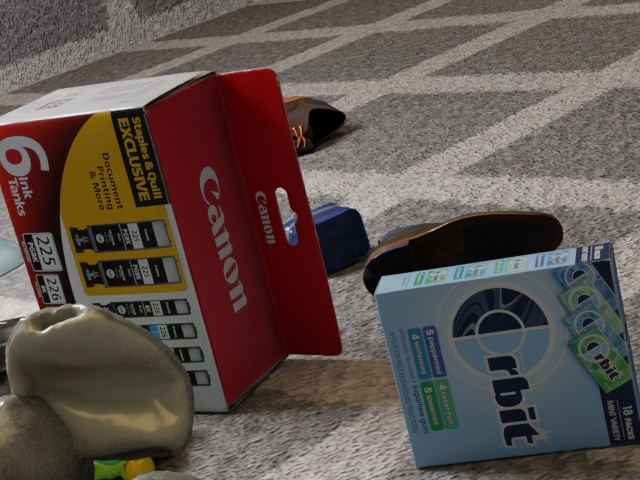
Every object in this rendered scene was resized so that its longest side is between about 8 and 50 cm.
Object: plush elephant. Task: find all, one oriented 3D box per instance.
[{"bbox_3d":[-0.175,0.192,0.826,0.255,0.272,0.330,37,19,16],"label":"plush elephant"}]

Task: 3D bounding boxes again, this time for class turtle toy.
[{"bbox_3d":[-0.182,0.171,1.261,0.095,0.066,0.130,-7,18,22],"label":"turtle toy"}]

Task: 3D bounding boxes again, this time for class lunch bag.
[{"bbox_3d":[0.000,0.000,1.663,0.098,0.067,0.065,-23,19,-24],"label":"lunch bag"}]

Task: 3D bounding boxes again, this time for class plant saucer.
[{"bbox_3d":[-0.526,0.030,2.044,0.195,0.037,0.195,-12,17,4],"label":"plant saucer"}]

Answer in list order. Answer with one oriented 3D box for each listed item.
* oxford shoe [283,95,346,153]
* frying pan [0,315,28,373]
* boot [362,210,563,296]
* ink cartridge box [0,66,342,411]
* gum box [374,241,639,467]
[{"bbox_3d":[-0.070,-0.175,2.240,0.098,0.097,0.271,9,28,40],"label":"oxford shoe"},{"bbox_3d":[-0.382,0.131,1.513,0.197,0.053,0.326,-16,9,-12],"label":"frying pan"},{"bbox_3d":[0.153,-0.003,1.527,0.219,0.082,0.106,-13,19,9],"label":"boot"},{"bbox_3d":[-0.149,0.002,1.358,0.272,0.309,0.130,-4,20,31],"label":"ink cartridge box"},{"bbox_3d":[0.150,0.093,1.093,0.184,0.157,0.041,-9,18,15],"label":"gum box"}]
